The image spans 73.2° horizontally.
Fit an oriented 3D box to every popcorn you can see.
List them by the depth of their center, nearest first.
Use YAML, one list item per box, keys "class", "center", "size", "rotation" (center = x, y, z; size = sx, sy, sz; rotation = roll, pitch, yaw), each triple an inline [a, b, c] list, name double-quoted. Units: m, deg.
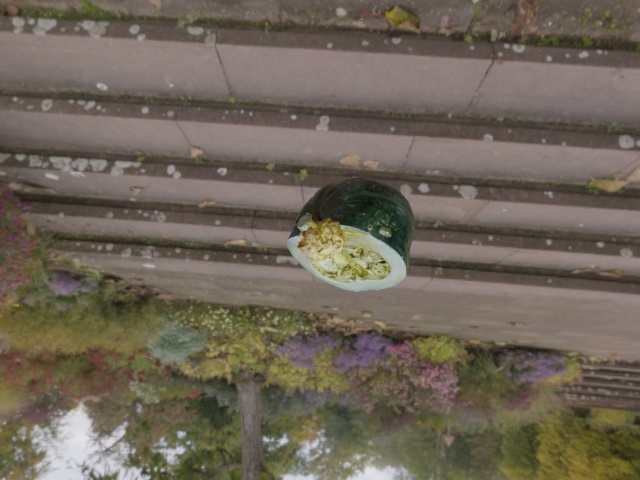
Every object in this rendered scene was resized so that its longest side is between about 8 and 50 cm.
- class: "popcorn"
  center: [0.000, 0.000, 0.710]
  size: [0.083, 0.057, 0.082]
  rotation: [-11, 159, -22]

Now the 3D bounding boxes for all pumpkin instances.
- class: "pumpkin"
  center: [0.078, -0.033, 0.982]
  size: [0.263, 0.197, 0.292]
  rotation: [36, 148, -30]

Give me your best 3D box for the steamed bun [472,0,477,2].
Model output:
- class: "steamed bun"
  center: [0.268, -0.504, 0.659]
  size: [0.231, 0.111, 0.212]
  rotation: [47, 155, -28]
